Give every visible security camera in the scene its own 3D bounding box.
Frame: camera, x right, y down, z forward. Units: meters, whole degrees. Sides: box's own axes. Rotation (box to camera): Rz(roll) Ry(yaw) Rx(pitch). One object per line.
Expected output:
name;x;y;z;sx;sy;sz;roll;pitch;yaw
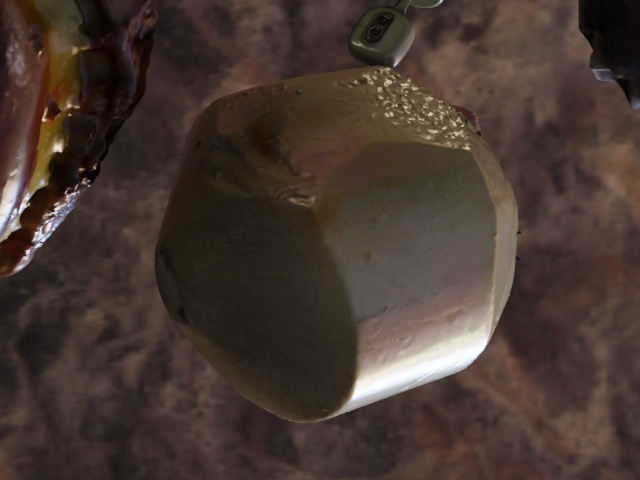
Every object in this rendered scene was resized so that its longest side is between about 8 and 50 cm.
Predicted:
security camera;0.061;-0.185;1.484;0.058;0.058;0.092;45;-121;-29

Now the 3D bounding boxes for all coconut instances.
coconut;0.002;0.003;1.136;0.241;0.241;0.241;2;-93;-39

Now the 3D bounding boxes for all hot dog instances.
hot dog;-0.220;-0.106;1.057;0.223;0.405;0.185;45;-137;12

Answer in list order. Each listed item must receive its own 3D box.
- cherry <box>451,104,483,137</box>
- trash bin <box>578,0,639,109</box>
cherry;0.043;-0.041;1.506;0.175;0.250;0.192;38;-141;-22
trash bin;0.335;-0.227;0.988;0.296;0.368;0.255;-74;-18;-46
